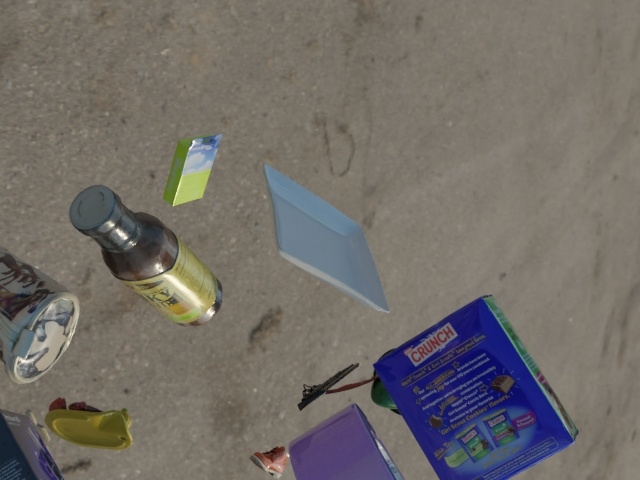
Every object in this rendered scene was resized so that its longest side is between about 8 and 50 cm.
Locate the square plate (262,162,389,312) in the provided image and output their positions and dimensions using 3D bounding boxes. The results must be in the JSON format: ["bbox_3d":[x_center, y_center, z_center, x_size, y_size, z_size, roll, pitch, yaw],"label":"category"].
[{"bbox_3d":[0.000,0.000,1.798,0.344,0.347,0.049,32,116,-31],"label":"square plate"}]

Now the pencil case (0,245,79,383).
[{"bbox_3d":[-0.574,0.062,1.197,0.160,0.410,0.183,-61,166,7],"label":"pencil case"}]

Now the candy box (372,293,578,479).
[{"bbox_3d":[0.303,0.308,1.478,0.268,0.317,0.122,-34,167,16],"label":"candy box"}]

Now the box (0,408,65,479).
[{"bbox_3d":[-0.423,0.348,1.028,0.108,0.207,0.153,-32,169,-13],"label":"box"}]

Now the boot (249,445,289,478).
[{"bbox_3d":[-0.138,0.602,2.078,0.085,0.059,0.158,-55,145,-11],"label":"boot"}]

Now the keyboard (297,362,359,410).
[{"bbox_3d":[0.002,0.273,1.430,0.100,0.038,0.192,-41,170,21],"label":"keyboard"}]

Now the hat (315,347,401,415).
[{"bbox_3d":[0.147,0.369,1.808,0.183,0.208,0.173,-10,65,-52],"label":"hat"}]

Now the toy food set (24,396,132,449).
[{"bbox_3d":[-0.459,0.343,1.461,0.071,0.217,0.128,-74,160,-43],"label":"toy food set"}]

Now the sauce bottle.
[{"bbox_3d":[-0.261,0.029,1.143,0.111,0.111,0.344,-63,152,-17],"label":"sauce bottle"}]

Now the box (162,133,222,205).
[{"bbox_3d":[-0.297,-0.172,1.734,0.109,0.042,0.178,-24,143,-53],"label":"box"}]

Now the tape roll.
[{"bbox_3d":[0.072,0.319,0.816,0.090,0.275,0.275,-31,136,-1],"label":"tape roll"}]
